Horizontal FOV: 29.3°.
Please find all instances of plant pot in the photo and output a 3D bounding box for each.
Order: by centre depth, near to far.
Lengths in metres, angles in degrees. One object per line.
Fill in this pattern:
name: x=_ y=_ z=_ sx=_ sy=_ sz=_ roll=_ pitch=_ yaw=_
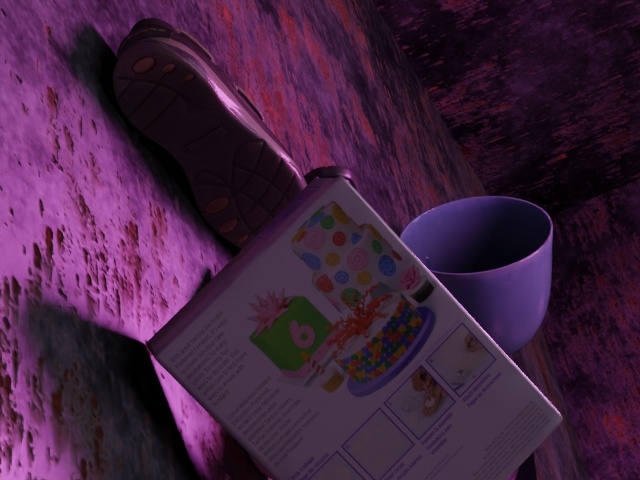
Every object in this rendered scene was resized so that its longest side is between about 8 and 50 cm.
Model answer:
plant pot: x=0.311 y=0.086 z=2.373 sx=0.293 sy=0.293 sz=0.235 roll=-86 pitch=167 yaw=-60

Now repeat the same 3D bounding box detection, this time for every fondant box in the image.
fondant box: x=0.034 y=0.136 z=1.173 sx=0.330 sy=0.238 sz=0.096 roll=47 pitch=-7 yaw=-13

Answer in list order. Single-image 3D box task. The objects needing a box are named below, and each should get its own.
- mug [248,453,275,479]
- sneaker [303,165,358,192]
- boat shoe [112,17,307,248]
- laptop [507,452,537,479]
mug: x=-0.007 y=0.173 z=1.348 sx=0.113 sy=0.150 sz=0.169 roll=57 pitch=21 yaw=-19
sneaker: x=0.000 y=0.000 z=1.598 sx=0.227 sy=0.087 sz=0.130 roll=119 pitch=-31 yaw=-55
boat shoe: x=-0.112 y=-0.127 z=1.448 sx=0.130 sy=0.132 sz=0.355 roll=-97 pitch=160 yaw=-46
laptop: x=0.153 y=0.372 z=1.602 sx=0.408 sy=0.236 sz=0.382 roll=30 pitch=24 yaw=6
